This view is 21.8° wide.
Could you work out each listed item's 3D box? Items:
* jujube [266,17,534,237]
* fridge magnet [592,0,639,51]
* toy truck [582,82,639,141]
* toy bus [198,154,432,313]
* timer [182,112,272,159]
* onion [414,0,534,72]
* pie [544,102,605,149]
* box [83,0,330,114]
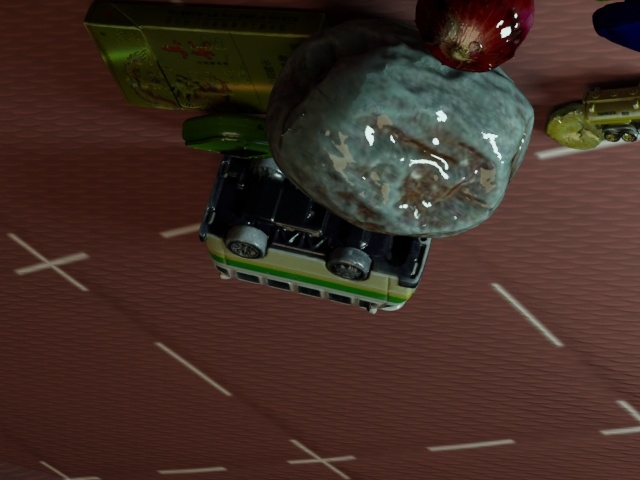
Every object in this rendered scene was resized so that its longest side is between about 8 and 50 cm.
[{"bbox_3d":[0.100,-0.128,1.946,0.308,0.215,0.246,28,109,-27],"label":"jujube"},{"bbox_3d":[0.404,-0.232,1.653,0.266,0.112,0.265,-1,179,0],"label":"fridge magnet"},{"bbox_3d":[0.369,-0.153,1.936,0.123,0.052,0.063,-3,139,33],"label":"toy truck"},{"bbox_3d":[0.000,0.000,2.295,0.306,0.143,0.179,12,153,6],"label":"toy bus"},{"bbox_3d":[-0.105,-0.135,2.162,0.128,0.047,0.140,9,174,-32],"label":"timer"},{"bbox_3d":[0.167,-0.244,1.817,0.131,0.131,0.131,12,151,7],"label":"onion"},{"bbox_3d":[0.314,-0.139,2.022,0.084,0.020,0.084,11,149,6],"label":"pie"},{"bbox_3d":[-0.125,-0.223,2.073,0.311,0.043,0.173,6,150,19],"label":"box"}]
